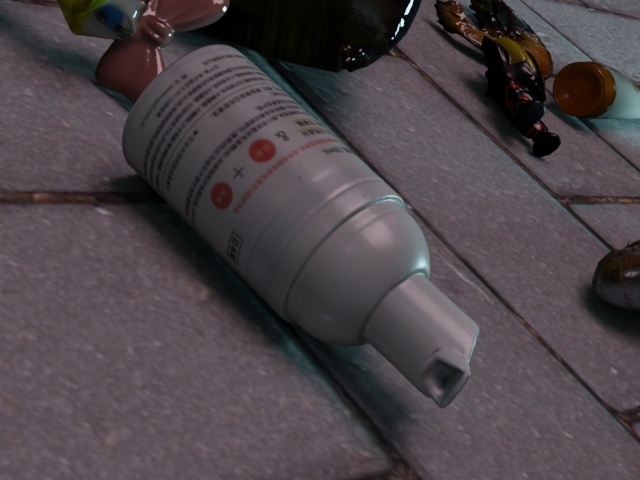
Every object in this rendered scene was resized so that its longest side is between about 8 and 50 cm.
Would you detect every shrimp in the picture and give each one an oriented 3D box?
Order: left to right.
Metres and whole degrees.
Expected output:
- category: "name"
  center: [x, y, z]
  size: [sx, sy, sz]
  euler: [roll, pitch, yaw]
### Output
- category: "shrimp"
  center: [0.266, -0.361, 2.049]
  size: [0.222, 0.054, 0.290]
  euler: [16, 34, -28]
- category: "shrimp"
  center: [0.434, 0.028, 1.476]
  size: [0.343, 0.145, 0.116]
  euler: [-10, 73, -47]

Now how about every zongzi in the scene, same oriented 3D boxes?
- category: "zongzi"
  center: [-0.080, -0.350, 1.559]
  size: [0.403, 0.208, 0.432]
  euler: [18, 9, -4]

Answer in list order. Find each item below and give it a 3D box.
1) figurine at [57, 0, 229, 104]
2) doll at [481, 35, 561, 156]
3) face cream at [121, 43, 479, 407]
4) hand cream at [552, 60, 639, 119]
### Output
- category: "figurine"
  center: [-0.306, -0.287, 1.219]
  size: [0.420, 0.154, 0.193]
  euler: [29, -10, 12]
- category: "doll"
  center: [0.287, -0.216, 1.789]
  size: [0.088, 0.127, 0.249]
  euler: [-8, 31, -2]
- category: "face cream"
  center: [0.000, 0.000, 1.042]
  size: [0.369, 0.145, 0.145]
  euler: [45, 29, 22]
- category: "hand cream"
  center: [0.470, -0.237, 2.035]
  size: [0.139, 0.089, 0.314]
  euler: [42, 20, 16]
